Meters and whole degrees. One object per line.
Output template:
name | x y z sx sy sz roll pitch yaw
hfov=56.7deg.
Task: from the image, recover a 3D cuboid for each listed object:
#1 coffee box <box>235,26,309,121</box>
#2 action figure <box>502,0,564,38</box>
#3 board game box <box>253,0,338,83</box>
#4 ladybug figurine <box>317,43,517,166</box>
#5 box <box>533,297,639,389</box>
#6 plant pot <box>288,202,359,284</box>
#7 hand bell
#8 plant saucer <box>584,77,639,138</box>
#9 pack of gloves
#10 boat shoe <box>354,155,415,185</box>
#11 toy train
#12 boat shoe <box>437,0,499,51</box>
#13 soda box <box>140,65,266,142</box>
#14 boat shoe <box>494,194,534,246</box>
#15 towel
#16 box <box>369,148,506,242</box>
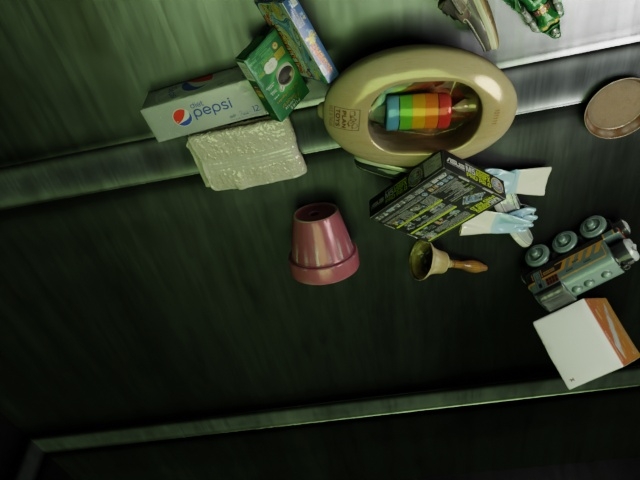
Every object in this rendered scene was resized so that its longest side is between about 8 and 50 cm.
coffee box | -0.106 -0.373 1.347 0.040 0.113 0.184 23 159 41
action figure | 0.457 -0.518 1.266 0.137 0.063 0.232 -34 127 24
board game box | -0.052 -0.441 1.292 0.035 0.136 0.201 -43 127 -10
ladybug figurine | 0.218 -0.322 1.376 0.450 0.161 0.305 1 134 -1
box | 0.822 0.306 1.819 0.168 0.215 0.345 -35 157 28
plant pot | 0.000 0.000 1.670 0.201 0.201 0.180 -7 117 7
hand bell | 0.404 0.072 1.801 0.242 0.126 0.126 9 133 -24
plant saucer | 0.732 -0.328 1.458 0.169 0.029 0.168 1 133 1
pack of gloves | 0.497 -0.096 1.568 0.232 0.046 0.195 -3 120 -17
boat shoe | 0.243 -0.161 1.552 0.340 0.127 0.113 5 122 -16
toy train | 0.744 0.068 1.716 0.334 0.190 0.142 -33 125 27
boat shoe | 0.288 -0.515 1.244 0.092 0.102 0.285 -22 125 26
soda box | -0.275 -0.330 1.420 0.286 0.091 0.098 -13 131 12
boat shoe | 0.557 -0.069 1.665 0.081 0.079 0.227 -25 125 27
towel | -0.193 -0.225 1.548 0.282 0.049 0.187 -10 133 10
box | 0.287 -0.101 1.488 0.216 0.060 0.270 19 145 -29
